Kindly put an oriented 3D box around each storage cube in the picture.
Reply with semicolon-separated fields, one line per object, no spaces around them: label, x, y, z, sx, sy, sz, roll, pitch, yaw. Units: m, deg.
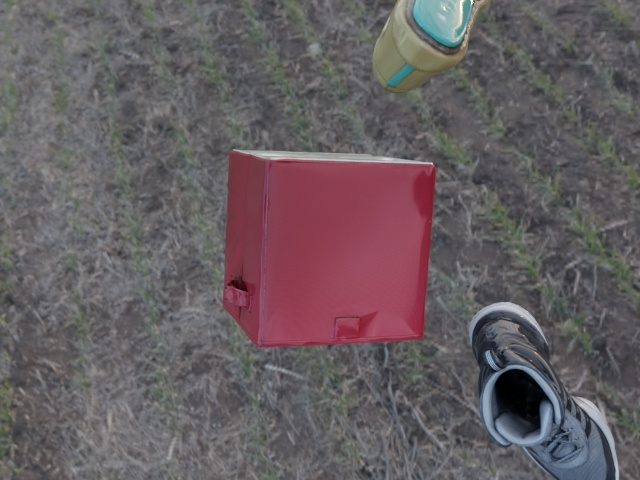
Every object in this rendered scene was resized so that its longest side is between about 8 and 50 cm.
storage cube;0.000;0.000;0.875;0.215;0.193;0.184;1;9;-19

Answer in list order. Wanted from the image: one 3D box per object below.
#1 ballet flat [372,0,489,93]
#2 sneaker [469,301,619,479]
ballet flat;0.095;-0.198;0.618;0.080;0.073;0.232;38;50;-6
sneaker;0.247;0.207;0.866;0.101;0.268;0.153;-30;7;21
